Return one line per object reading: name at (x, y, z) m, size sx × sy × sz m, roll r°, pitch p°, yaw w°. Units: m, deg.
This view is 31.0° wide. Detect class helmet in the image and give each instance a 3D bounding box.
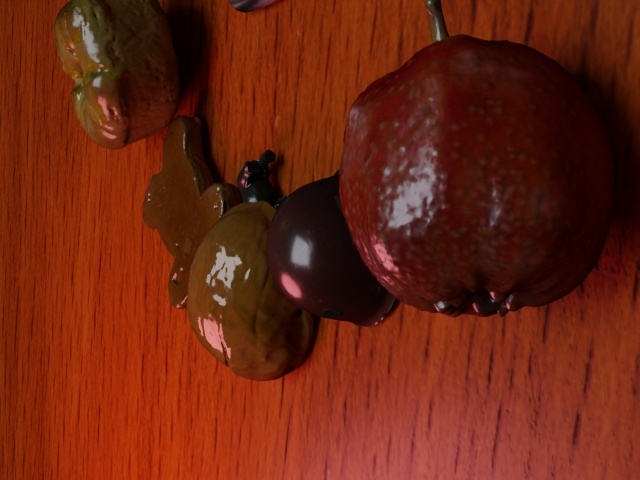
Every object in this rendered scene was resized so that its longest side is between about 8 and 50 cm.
helmet at (0.000, 0.000, 1.150) m, size 0.155 × 0.106 × 0.175 m, roll -39°, pitch 54°, yaw 53°

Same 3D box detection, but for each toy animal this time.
toy animal at (-0.062, -0.030, 1.309) m, size 0.065 × 0.047 × 0.135 m, roll -46°, pitch 59°, yaw 57°

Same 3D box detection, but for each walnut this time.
walnut at (-0.092, 0.064, 1.268) m, size 0.167 × 0.087 × 0.211 m, roll 19°, pitch 117°, yaw 35°

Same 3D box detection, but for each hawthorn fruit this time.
hawthorn fruit at (0.112, -0.068, 0.875) m, size 0.205 × 0.205 × 0.253 m, roll -29°, pitch 59°, yaw 56°

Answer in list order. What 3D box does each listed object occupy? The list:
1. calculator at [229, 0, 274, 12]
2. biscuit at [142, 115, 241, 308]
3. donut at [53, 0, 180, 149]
calculator at (-0.054, -0.360, 1.293) m, size 0.268 × 0.040 × 0.177 m, roll 157°, pitch 111°, yaw -62°
biscuit at (-0.148, -0.004, 1.452) m, size 0.301 × 0.049 × 0.197 m, roll 61°, pitch 139°, yaw 39°
donut at (-0.268, -0.228, 1.524) m, size 0.261 × 0.128 × 0.208 m, roll -159°, pitch 55°, yaw -70°
